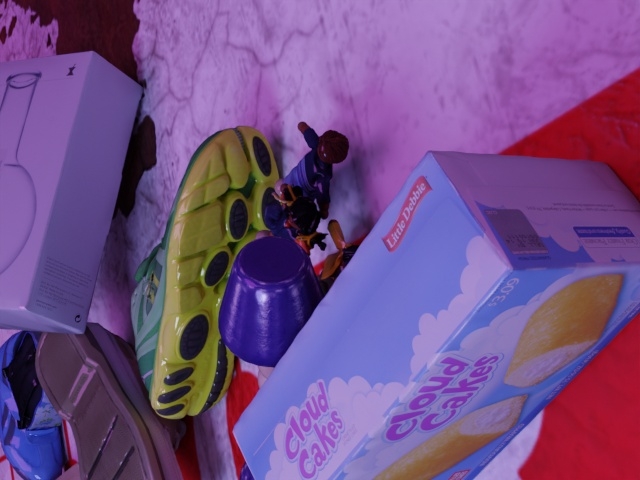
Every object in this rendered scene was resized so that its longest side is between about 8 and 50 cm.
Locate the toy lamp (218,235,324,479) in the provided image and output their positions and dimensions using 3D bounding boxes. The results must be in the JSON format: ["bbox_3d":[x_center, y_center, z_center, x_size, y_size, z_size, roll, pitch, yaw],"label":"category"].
[{"bbox_3d":[-0.032,0.109,0.719,0.080,0.080,0.275,51,155,39],"label":"toy lamp"}]

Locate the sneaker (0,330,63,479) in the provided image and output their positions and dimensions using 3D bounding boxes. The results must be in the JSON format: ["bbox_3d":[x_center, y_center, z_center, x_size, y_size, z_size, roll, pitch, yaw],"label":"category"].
[{"bbox_3d":[-0.375,0.215,1.262,0.082,0.069,0.209,-47,55,38],"label":"sneaker"}]

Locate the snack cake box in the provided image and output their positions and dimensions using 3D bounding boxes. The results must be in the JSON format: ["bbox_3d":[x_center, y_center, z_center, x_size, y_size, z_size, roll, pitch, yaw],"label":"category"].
[{"bbox_3d":[0.074,0.070,0.601,0.264,0.152,0.089,-57,49,37],"label":"snack cake box"}]

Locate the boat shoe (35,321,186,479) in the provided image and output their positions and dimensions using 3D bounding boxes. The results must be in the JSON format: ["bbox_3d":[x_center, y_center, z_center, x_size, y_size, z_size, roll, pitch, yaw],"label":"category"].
[{"bbox_3d":[-0.189,0.193,0.989,0.113,0.103,0.302,-53,49,22],"label":"boat shoe"}]

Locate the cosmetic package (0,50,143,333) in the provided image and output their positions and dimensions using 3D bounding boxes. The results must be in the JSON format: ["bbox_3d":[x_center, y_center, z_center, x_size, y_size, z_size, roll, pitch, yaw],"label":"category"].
[{"bbox_3d":[-0.398,-0.052,1.091,0.377,0.097,0.284,0,69,30],"label":"cosmetic package"}]

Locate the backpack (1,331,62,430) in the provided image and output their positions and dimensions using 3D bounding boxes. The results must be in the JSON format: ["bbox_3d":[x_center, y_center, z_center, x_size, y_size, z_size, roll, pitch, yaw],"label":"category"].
[{"bbox_3d":[-0.328,0.162,1.183,0.105,0.084,0.114,62,140,29],"label":"backpack"}]

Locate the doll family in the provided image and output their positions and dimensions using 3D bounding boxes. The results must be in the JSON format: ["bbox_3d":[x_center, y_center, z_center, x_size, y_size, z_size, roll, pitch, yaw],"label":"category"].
[{"bbox_3d":[0.000,0.000,0.750,0.193,0.076,0.111,65,158,13],"label":"doll family"}]

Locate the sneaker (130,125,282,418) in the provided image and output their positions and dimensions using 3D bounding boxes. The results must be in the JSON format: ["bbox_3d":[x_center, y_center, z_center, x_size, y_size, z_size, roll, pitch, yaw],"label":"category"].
[{"bbox_3d":[-0.124,0.025,0.895,0.123,0.109,0.295,40,122,40],"label":"sneaker"}]

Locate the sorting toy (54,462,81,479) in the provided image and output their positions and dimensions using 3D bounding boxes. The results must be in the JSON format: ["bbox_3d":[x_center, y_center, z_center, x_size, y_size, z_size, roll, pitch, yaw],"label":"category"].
[{"bbox_3d":[-0.277,0.341,1.149,0.274,0.046,0.132,-41,59,41],"label":"sorting toy"}]
